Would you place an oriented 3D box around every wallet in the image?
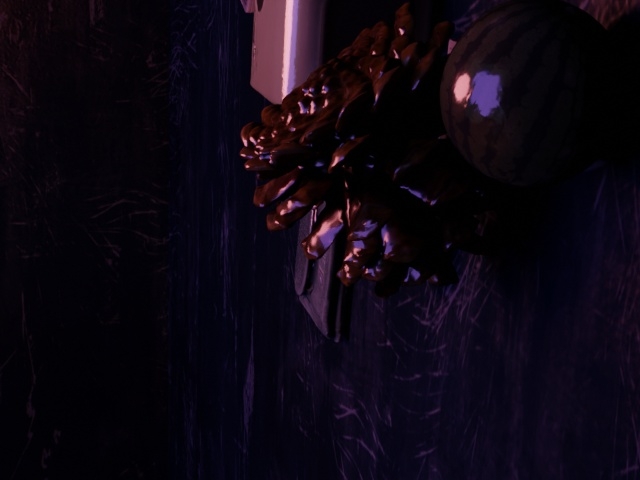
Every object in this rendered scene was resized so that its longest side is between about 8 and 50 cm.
[{"bbox_3d":[0.000,0.000,2.205,0.237,0.075,0.342,-123,34,-62],"label":"wallet"}]

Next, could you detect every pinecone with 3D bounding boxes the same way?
[{"bbox_3d":[0.104,-0.089,1.479,0.384,0.384,0.385,177,90,-71],"label":"pinecone"}]

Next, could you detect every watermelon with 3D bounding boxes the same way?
[{"bbox_3d":[0.239,-0.167,1.255,0.212,0.212,0.212,177,90,-71],"label":"watermelon"}]

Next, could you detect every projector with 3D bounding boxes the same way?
[{"bbox_3d":[0.032,-0.347,1.770,0.248,0.248,0.249,-133,43,-62],"label":"projector"}]

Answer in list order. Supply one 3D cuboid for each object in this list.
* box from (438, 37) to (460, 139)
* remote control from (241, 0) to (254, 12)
[{"bbox_3d":[0.202,-0.180,1.619,0.055,0.039,0.218,-135,45,-61],"label":"box"},{"bbox_3d":[-0.153,-0.659,2.611,0.250,0.034,0.103,105,155,-43],"label":"remote control"}]
